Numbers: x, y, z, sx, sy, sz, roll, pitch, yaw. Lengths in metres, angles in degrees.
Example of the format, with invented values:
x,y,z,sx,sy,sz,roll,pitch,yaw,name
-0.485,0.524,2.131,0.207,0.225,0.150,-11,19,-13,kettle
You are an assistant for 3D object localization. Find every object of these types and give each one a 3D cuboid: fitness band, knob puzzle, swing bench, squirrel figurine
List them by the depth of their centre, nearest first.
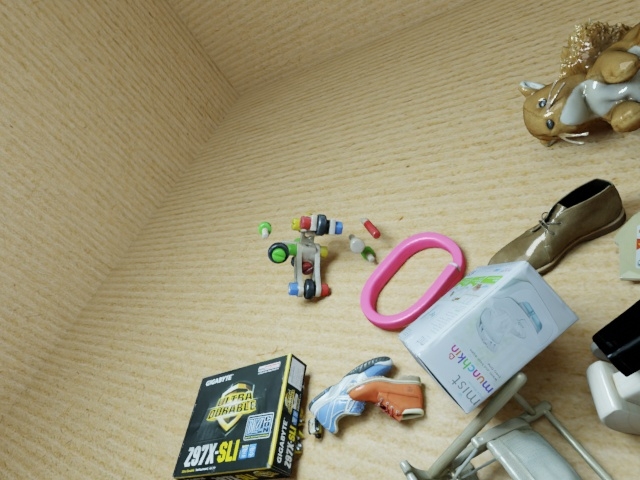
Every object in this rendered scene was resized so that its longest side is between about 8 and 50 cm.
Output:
x,y,z,sx,sy,sz,roll,pitch,yaw,name
0.296,0.381,0.621,0.255,0.165,0.253,-42,36,6,swing bench
0.661,-0.001,0.807,0.213,0.030,0.213,-25,38,21,knob puzzle
0.688,-0.376,1.043,0.370,0.281,0.397,-24,23,38,squirrel figurine
0.223,0.097,1.076,0.291,0.054,0.209,-47,36,-11,fitness band

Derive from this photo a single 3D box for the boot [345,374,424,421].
x,y,z,sx,sy,sz,roll,pitch,yaw,name
0.131,0.320,0.874,0.158,0.059,0.084,-1,53,-3,boot

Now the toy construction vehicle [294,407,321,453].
x,y,z,sx,sy,sz,roll,pitch,yaw,name
-0.030,0.422,0.979,0.086,0.035,0.098,-37,32,23,toy construction vehicle

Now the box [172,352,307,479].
x,y,z,sx,sy,sz,roll,pitch,yaw,name
-0.191,0.433,1.046,0.322,0.079,0.257,-23,41,31,box

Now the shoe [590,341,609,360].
x,y,z,sx,sy,sz,roll,pitch,yaw,name
0.546,0.149,0.728,0.178,0.063,0.081,-14,41,24,shoe

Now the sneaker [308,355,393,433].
x,y,z,sx,sy,sz,roll,pitch,yaw,name
0.079,0.333,0.951,0.211,0.080,0.081,-38,62,-1,sneaker

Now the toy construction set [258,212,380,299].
x,y,z,sx,sy,sz,roll,pitch,yaw,name
0.000,0.000,1.270,0.309,0.257,0.237,-17,24,-3,toy construction set

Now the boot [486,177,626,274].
x,y,z,sx,sy,sz,roll,pitch,yaw,name
0.481,-0.022,0.922,0.305,0.115,0.112,-34,38,10,boot

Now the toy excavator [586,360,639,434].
x,y,z,sx,sy,sz,roll,pitch,yaw,name
0.622,0.120,0.519,0.445,0.433,0.222,3,48,8,toy excavator

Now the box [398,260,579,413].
x,y,z,sx,sy,sz,roll,pitch,yaw,name
0.273,0.157,0.786,0.231,0.127,0.262,-41,-6,-2,box

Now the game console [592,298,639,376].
x,y,z,sx,sy,sz,roll,pitch,yaw,name
0.436,0.101,0.483,0.213,0.361,0.044,-43,78,19,game console
